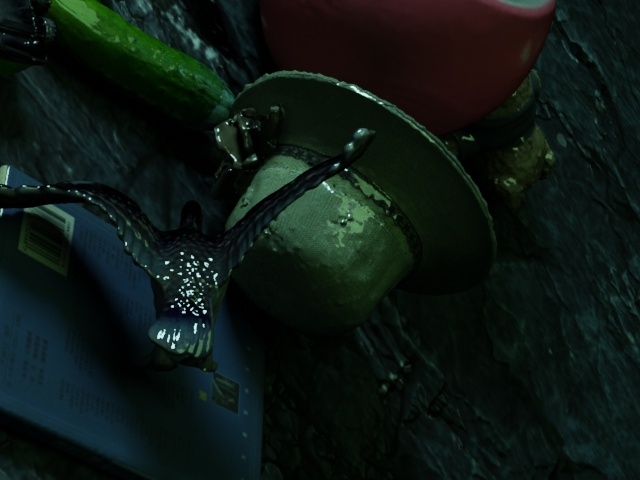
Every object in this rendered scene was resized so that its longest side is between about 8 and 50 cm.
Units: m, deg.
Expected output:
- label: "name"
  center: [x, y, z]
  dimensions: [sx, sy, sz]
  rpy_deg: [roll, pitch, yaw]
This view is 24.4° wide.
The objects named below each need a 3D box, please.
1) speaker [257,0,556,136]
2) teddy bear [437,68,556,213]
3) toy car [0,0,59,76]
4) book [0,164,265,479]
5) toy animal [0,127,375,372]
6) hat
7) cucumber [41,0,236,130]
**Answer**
- label: "speaker"
  center: [0.073, -0.246, 1.383]
  dimensions: [0.294, 0.294, 0.294]
  rpy_deg: [32, 44, -38]
- label: "teddy bear"
  center: [0.172, -0.153, 1.574]
  dimensions: [0.182, 0.129, 0.251]
  rpy_deg: [-35, 103, -20]
- label: "toy car"
  center: [-0.249, -0.201, 1.098]
  dimensions: [0.071, 0.062, 0.165]
  rpy_deg: [10, 60, -51]
- label: "book"
  center: [-0.141, 0.082, 1.083]
  dimensions: [0.269, 0.025, 0.191]
  rpy_deg: [33, 44, -37]
- label: "toy animal"
  center: [-0.107, 0.015, 1.062]
  dimensions: [0.272, 0.197, 0.160]
  rpy_deg: [2, 78, -6]
- label: "hat"
  center: [0.000, 0.000, 1.178]
  dimensions: [0.257, 0.257, 0.130]
  rpy_deg: [48, 59, -21]
- label: "cucumber"
  center: [-0.140, -0.139, 1.210]
  dimensions: [0.250, 0.056, 0.056]
  rpy_deg: [29, 46, -36]
